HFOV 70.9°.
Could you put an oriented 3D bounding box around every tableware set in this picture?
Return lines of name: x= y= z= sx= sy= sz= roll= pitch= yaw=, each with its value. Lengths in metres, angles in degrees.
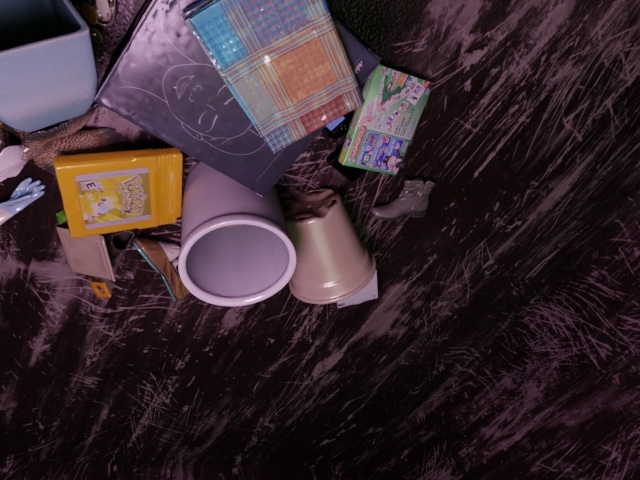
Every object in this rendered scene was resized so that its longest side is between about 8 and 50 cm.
tableware set: x=-0.574 y=-0.547 z=1.062 sx=0.104 sy=0.024 sz=0.154 roll=17 pitch=137 yaw=26

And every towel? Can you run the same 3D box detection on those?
towel: x=-0.080 y=-0.390 z=0.988 sx=0.272 sy=0.040 sz=0.370 roll=-27 pitch=133 yaw=7

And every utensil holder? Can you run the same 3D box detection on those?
utensil holder: x=-0.270 y=-0.047 z=1.387 sx=0.328 sy=0.385 sz=0.327 roll=-9 pitch=132 yaw=-10

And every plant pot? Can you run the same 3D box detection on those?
plant pot: x=-0.638 y=-0.387 z=0.979 sx=0.248 sy=0.247 sz=0.252 roll=-30 pitch=159 yaw=-24
plant pot: x=0.000 y=0.000 z=1.584 sx=0.334 sy=0.333 sz=0.305 roll=-19 pitch=122 yaw=0

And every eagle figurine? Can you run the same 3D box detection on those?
eagle figurine: x=-0.698 y=-0.281 z=1.193 sx=0.299 sy=0.226 sz=0.225 roll=2 pitch=109 yaw=-12

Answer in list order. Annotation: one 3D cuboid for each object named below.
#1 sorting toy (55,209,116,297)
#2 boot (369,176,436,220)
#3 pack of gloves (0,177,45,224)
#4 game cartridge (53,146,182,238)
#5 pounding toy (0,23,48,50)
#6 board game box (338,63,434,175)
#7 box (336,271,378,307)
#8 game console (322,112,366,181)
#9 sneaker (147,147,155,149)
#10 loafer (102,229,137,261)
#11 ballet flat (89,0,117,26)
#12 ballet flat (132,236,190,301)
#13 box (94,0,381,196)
sorting toy: x=-0.768 y=0.040 z=1.494 sx=0.196 sy=0.047 sz=0.347 roll=12 pitch=125 yaw=14
boot: x=0.305 y=-0.165 z=1.677 sx=0.247 sy=0.083 sz=0.161 roll=-7 pitch=125 yaw=-19
pack of gloves: x=-0.925 y=-0.120 z=1.283 sx=0.232 sy=0.046 sz=0.195 roll=-40 pitch=155 yaw=-7
game cartridge: x=-0.570 y=-0.136 z=1.312 sx=0.324 sy=0.052 sz=0.285 roll=-10 pitch=142 yaw=-26
pounding toy: x=-0.735 y=-0.491 z=1.071 sx=0.183 sy=0.110 sz=0.237 roll=-49 pitch=154 yaw=15
board game box: x=0.205 y=-0.374 z=1.425 sx=0.214 sy=0.046 sz=0.317 roll=7 pitch=117 yaw=-27
box: x=0.137 y=0.165 z=1.874 sx=0.181 sy=0.119 sz=0.181 roll=-14 pitch=132 yaw=-6
game console: x=0.062 y=-0.353 z=1.452 sx=0.213 sy=0.043 sz=0.361 roll=-43 pitch=128 yaw=20
sneaker: x=-0.575 y=-0.206 z=1.371 sx=0.232 sy=0.090 sz=0.115 roll=-32 pitch=124 yaw=2
loafer: x=-0.694 y=0.009 z=1.515 sx=0.080 sy=0.078 sz=0.220 roll=29 pitch=117 yaw=-34
ballet flat: x=-0.505 y=-0.608 z=1.042 sx=0.072 sy=0.068 sz=0.213 roll=1 pitch=129 yaw=-17
ballet flat: x=-0.541 y=0.086 z=1.620 sx=0.124 sy=0.116 sz=0.342 roll=-32 pitch=135 yaw=-15
box: x=-0.203 y=-0.446 z=1.120 sx=0.472 sy=0.297 sz=0.480 roll=30 pitch=116 yaw=-33
